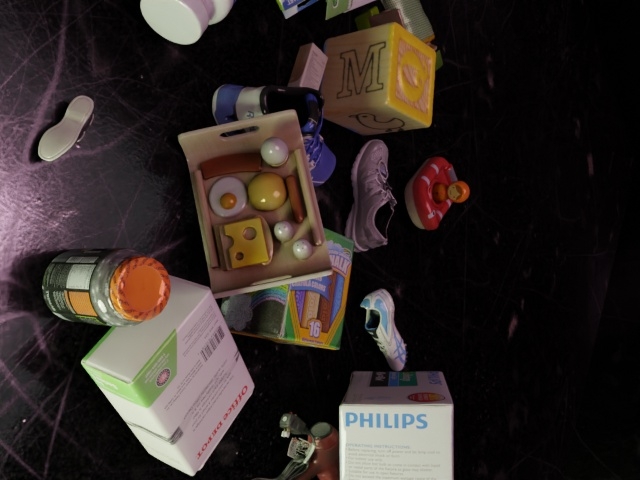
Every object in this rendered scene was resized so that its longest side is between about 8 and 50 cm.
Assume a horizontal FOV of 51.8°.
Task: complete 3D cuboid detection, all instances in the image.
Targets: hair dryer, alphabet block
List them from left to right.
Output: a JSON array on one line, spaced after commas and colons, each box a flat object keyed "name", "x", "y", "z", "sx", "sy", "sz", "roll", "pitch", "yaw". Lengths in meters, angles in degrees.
[{"name": "hair dryer", "x": -0.038, "y": 0.496, "z": 1.426, "sx": 0.294, "sy": 0.080, "sz": 0.223, "roll": 34, "pitch": 81, "yaw": -39}, {"name": "alphabet block", "x": 0.133, "y": -0.366, "z": 1.527, "sx": 0.192, "sy": 0.197, "sz": 0.193, "roll": 10, "pitch": 82, "yaw": -49}]

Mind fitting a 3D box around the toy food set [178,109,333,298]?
[{"name": "toy food set", "x": -0.117, "y": -0.063, "z": 1.160, "sx": 0.092, "sy": 0.220, "sz": 0.305, "roll": 75, "pitch": 3, "yaw": -79}]

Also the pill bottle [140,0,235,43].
[{"name": "pill bottle", "x": -0.205, "y": -0.483, "z": 1.164, "sx": 0.152, "sy": 0.152, "sz": 0.271, "roll": 47, "pitch": 55, "yaw": -39}]

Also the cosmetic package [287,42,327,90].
[{"name": "cosmetic package", "x": -0.028, "y": -0.370, "z": 1.457, "sx": 0.060, "sy": 0.041, "sz": 0.115, "roll": 36, "pitch": 63, "yaw": -43}]

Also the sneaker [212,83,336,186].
[{"name": "sneaker", "x": -0.050, "y": -0.209, "z": 1.320, "sx": 0.316, "sy": 0.182, "sz": 0.127, "roll": 34, "pitch": 65, "yaw": -44}]

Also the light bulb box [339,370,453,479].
[{"name": "light bulb box", "x": 0.165, "y": 0.488, "z": 1.416, "sx": 0.358, "sy": 0.226, "sz": 0.360, "roll": 8, "pitch": 81, "yaw": -83}]

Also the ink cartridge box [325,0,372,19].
[{"name": "ink cartridge box", "x": 0.071, "y": -0.578, "z": 1.460, "sx": 0.209, "sy": 0.062, "sz": 0.109, "roll": -33, "pitch": 150, "yaw": -31}]

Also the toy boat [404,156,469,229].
[{"name": "toy boat", "x": 0.333, "y": -0.129, "z": 1.796, "sx": 0.231, "sy": 0.151, "sz": 0.151, "roll": -51, "pitch": 125, "yaw": -38}]

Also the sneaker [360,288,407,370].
[{"name": "sneaker", "x": 0.155, "y": 0.231, "z": 1.644, "sx": 0.086, "sy": 0.085, "sz": 0.237, "roll": -27, "pitch": 116, "yaw": -19}]

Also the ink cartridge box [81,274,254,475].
[{"name": "ink cartridge box", "x": -0.236, "y": 0.224, "z": 1.091, "sx": 0.198, "sy": 0.115, "sz": 0.272, "roll": -54, "pitch": 144, "yaw": -35}]

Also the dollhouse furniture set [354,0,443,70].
[{"name": "dollhouse furniture set", "x": 0.249, "y": -0.553, "z": 1.704, "sx": 0.301, "sy": 0.151, "sz": 0.197, "roll": -45, "pitch": 122, "yaw": -41}]

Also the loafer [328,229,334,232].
[{"name": "loafer", "x": 0.000, "y": 0.000, "z": 1.493, "sx": 0.125, "sy": 0.039, "sz": 0.045, "roll": 9, "pitch": 49, "yaw": -52}]

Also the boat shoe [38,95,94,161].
[{"name": "boat shoe", "x": -0.392, "y": -0.168, "z": 1.023, "sx": 0.046, "sy": 0.038, "sz": 0.125, "roll": 22, "pitch": 65, "yaw": -2}]

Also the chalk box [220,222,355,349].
[{"name": "chalk box", "x": -0.059, "y": 0.056, "z": 1.305, "sx": 0.179, "sy": 0.180, "sz": 0.288, "roll": 23, "pitch": 73, "yaw": -47}]

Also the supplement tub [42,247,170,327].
[{"name": "supplement tub", "x": -0.319, "y": 0.069, "z": 0.987, "sx": 0.117, "sy": 0.191, "sz": 0.116, "roll": 1, "pitch": 89, "yaw": -50}]

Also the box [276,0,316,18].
[{"name": "box", "x": -0.064, "y": -0.567, "z": 1.376, "sx": 0.109, "sy": 0.042, "sz": 0.178, "roll": -30, "pitch": 120, "yaw": -2}]

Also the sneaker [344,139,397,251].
[{"name": "sneaker", "x": 0.142, "y": -0.108, "z": 1.595, "sx": 0.105, "sy": 0.115, "sz": 0.281, "roll": 17, "pitch": 76, "yaw": -49}]
